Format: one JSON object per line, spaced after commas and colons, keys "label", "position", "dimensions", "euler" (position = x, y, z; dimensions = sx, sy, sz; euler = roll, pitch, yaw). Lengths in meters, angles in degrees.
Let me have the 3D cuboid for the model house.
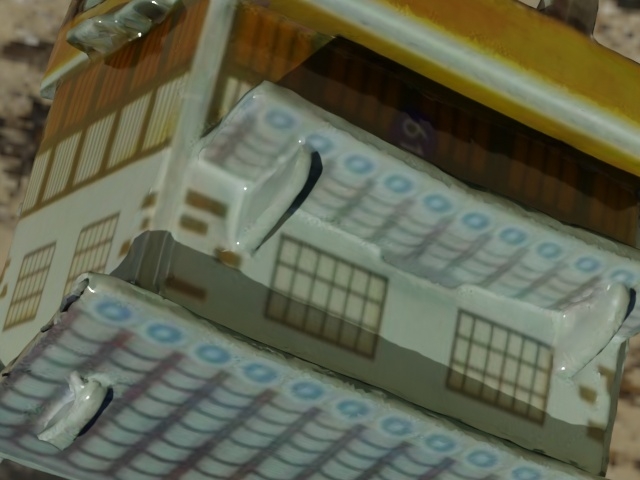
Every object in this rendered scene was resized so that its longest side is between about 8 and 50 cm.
{"label": "model house", "position": [0.000, 0.000, 0.624], "dimensions": [0.224, 0.215, 0.198], "euler": [23, 157, -26]}
